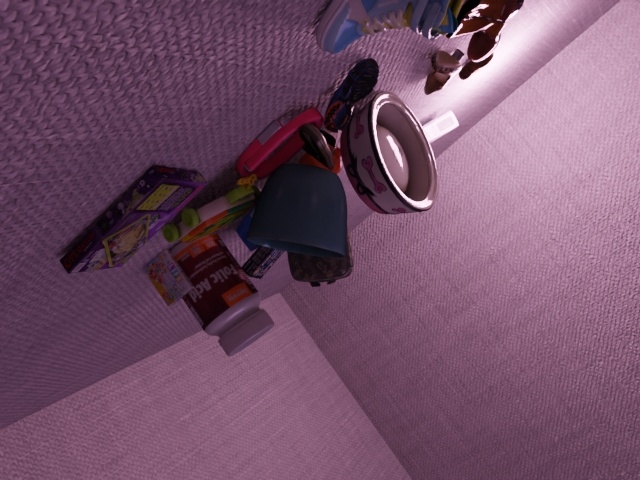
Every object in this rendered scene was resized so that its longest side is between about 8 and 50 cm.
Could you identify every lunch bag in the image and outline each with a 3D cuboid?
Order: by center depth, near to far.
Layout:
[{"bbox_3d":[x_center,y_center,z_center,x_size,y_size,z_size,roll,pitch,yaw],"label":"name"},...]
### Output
[{"bbox_3d":[0.000,0.000,1.933,0.212,0.305,0.256,-10,176,8],"label":"lunch bag"}]

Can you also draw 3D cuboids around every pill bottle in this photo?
[{"bbox_3d":[-0.342,0.178,1.931,0.224,0.392,0.224,-36,171,-6],"label":"pill bottle"}]

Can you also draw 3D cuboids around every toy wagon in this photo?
[{"bbox_3d":[-0.290,-0.089,1.660,0.344,0.068,0.267,-27,180,45],"label":"toy wagon"}]

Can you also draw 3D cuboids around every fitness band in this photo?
[{"bbox_3d":[-0.113,-0.265,1.605,0.291,0.054,0.209,-39,171,25],"label":"fitness band"}]

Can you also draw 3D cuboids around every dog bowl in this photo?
[{"bbox_3d":[0.221,-0.267,1.871,0.150,0.408,0.408,-20,-178,35],"label":"dog bowl"}]

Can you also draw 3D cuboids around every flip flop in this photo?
[{"bbox_3d":[0.003,-0.272,1.591,0.080,0.112,0.277,-51,169,-3],"label":"flip flop"}]

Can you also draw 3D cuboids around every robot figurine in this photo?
[{"bbox_3d":[-0.014,-0.235,1.907,0.128,0.158,0.219,1,148,-38],"label":"robot figurine"}]

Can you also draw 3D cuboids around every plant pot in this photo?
[{"bbox_3d":[-0.054,-0.091,1.679,0.293,0.293,0.235,90,9,-83],"label":"plant pot"}]

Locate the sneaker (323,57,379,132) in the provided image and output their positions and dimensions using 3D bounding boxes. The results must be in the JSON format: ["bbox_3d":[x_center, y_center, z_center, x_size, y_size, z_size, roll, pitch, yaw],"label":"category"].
[{"bbox_3d":[0.075,-0.404,1.558,0.221,0.083,0.087,-50,-153,19],"label":"sneaker"}]

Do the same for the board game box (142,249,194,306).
[{"bbox_3d":[-0.490,0.120,1.842,0.103,0.154,0.026,-39,170,11],"label":"board game box"}]

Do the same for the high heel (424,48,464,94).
[{"bbox_3d":[0.386,-0.542,1.917,0.186,0.093,0.261,-51,173,36],"label":"high heel"}]

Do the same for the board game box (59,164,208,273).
[{"bbox_3d":[-0.455,-0.048,1.410,0.347,0.056,0.208,-41,166,14],"label":"board game box"}]

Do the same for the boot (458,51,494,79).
[{"bbox_3d":[0.609,-0.684,2.201,0.084,0.059,0.158,-32,179,-45],"label":"boot"}]

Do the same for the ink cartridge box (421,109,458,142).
[{"bbox_3d":[0.412,-0.454,2.666,0.308,0.091,0.385,-33,-172,-23],"label":"ink cartridge box"}]

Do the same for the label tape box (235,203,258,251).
[{"bbox_3d":[-0.122,-0.117,2.165,0.348,0.115,0.249,-30,169,-45],"label":"label tape box"}]

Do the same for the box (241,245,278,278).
[{"bbox_3d":[-0.183,0.041,2.075,0.220,0.051,0.175,-49,171,1],"label":"box"}]

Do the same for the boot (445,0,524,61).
[{"bbox_3d":[0.483,-0.646,1.768,0.280,0.096,0.264,-28,168,-39],"label":"boot"}]

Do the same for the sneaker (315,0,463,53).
[{"bbox_3d":[0.151,-0.449,1.148,0.319,0.208,0.127,-40,172,25],"label":"sneaker"}]
